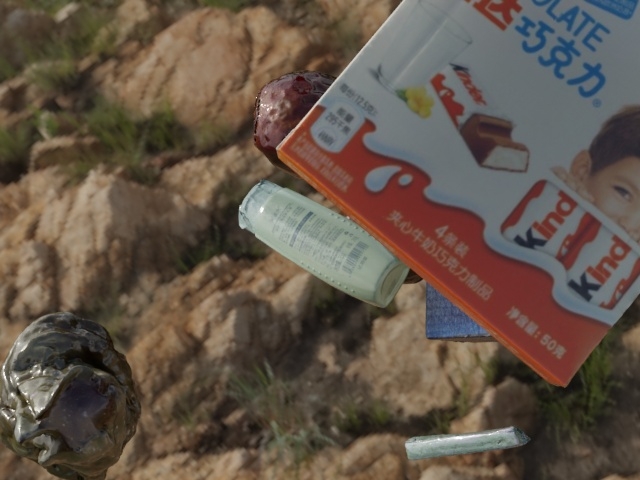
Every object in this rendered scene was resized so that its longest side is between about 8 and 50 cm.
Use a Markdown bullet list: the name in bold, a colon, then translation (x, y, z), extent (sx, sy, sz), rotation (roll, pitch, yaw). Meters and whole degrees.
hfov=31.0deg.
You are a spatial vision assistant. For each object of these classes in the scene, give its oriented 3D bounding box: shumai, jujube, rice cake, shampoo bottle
- **shumai**: translation (-0.322, 0.217, 1.388), extent (0.218, 0.184, 0.185), rotation (-65, -2, 20)
- **jujube**: translation (0.011, -0.175, 1.812), extent (0.243, 0.183, 0.183), rotation (11, 45, -15)
- **rice cake**: translation (0.205, 0.288, 1.642), extent (0.207, 0.033, 0.033), rotation (-17, 0, 41)
- **shampoo bottle**: translation (0.000, 0.000, 1.248), extent (0.212, 0.049, 0.072), rotation (32, 91, 35)

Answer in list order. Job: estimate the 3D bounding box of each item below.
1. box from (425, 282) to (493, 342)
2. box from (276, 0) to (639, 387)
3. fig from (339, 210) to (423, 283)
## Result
- **box**: translation (0.292, 0.039, 1.951), extent (0.279, 0.116, 0.261), rotation (165, 110, -67)
- **box**: translation (0.154, -0.078, 0.849), extent (0.273, 0.048, 0.265), rotation (39, 86, 2)
- **fig**: translation (0.135, -0.016, 1.798), extent (0.170, 0.146, 0.274), rotation (1, 17, 34)
